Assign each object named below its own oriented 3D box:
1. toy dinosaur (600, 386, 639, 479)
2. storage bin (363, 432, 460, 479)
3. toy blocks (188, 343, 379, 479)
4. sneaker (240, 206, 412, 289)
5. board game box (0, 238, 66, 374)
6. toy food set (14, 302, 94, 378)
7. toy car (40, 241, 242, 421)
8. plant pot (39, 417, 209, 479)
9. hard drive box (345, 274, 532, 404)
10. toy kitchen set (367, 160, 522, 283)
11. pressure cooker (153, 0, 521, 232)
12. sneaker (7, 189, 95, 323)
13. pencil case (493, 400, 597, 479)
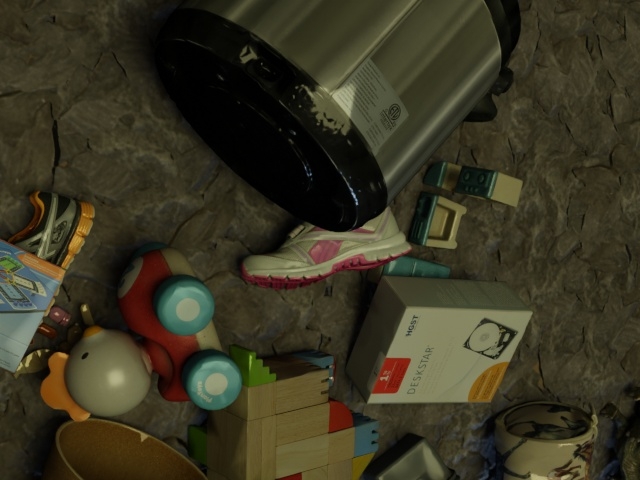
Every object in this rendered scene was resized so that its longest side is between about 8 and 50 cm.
[{"bbox_3d":[0.595,0.337,2.092,0.313,0.121,0.160,-44,128,-20],"label":"toy dinosaur"},{"bbox_3d":[0.138,0.372,1.846,0.135,0.098,0.091,-36,104,-19],"label":"storage bin"},{"bbox_3d":[-0.031,0.315,1.709,0.261,0.191,0.381,-8,104,-39],"label":"toy blocks"},{"bbox_3d":[0.000,0.000,1.700,0.252,0.103,0.111,-14,83,-18],"label":"sneaker"},{"bbox_3d":[-0.470,0.039,1.434,0.281,0.027,0.145,27,87,-11],"label":"board game box"},{"bbox_3d":[-0.362,0.127,1.565,0.122,0.019,0.078,-20,108,-16],"label":"toy food set"},{"bbox_3d":[-0.254,0.139,1.522,0.238,0.219,0.210,-22,109,-13],"label":"toy car"},{"bbox_3d":[-0.294,0.405,1.549,0.237,0.237,0.254,24,101,-30],"label":"plant pot"},{"bbox_3d":[0.178,0.153,1.791,0.232,0.089,0.181,3,121,-28],"label":"hard drive box"},{"bbox_3d":[0.185,-0.013,1.753,0.122,0.166,0.207,13,93,-31],"label":"toy kitchen set"},{"bbox_3d":[0.049,-0.264,1.506,0.420,0.375,0.370,-49,159,-16],"label":"pressure cooker"},{"bbox_3d":[-0.372,0.034,1.511,0.083,0.084,0.215,30,75,-26],"label":"sneaker"},{"bbox_3d":[0.375,0.471,1.947,0.184,0.160,0.410,-3,101,-8],"label":"pencil case"}]
